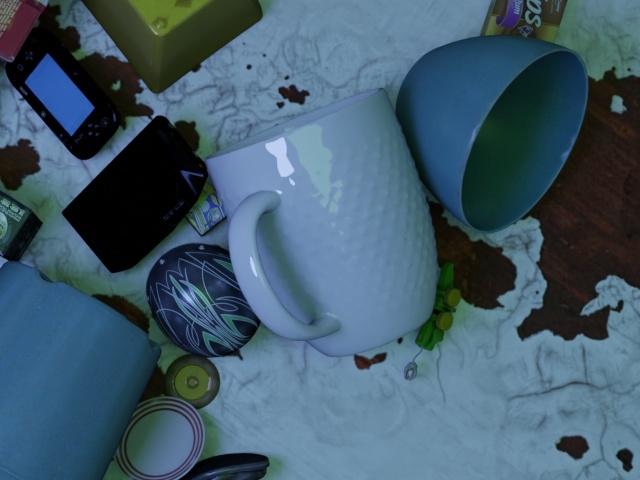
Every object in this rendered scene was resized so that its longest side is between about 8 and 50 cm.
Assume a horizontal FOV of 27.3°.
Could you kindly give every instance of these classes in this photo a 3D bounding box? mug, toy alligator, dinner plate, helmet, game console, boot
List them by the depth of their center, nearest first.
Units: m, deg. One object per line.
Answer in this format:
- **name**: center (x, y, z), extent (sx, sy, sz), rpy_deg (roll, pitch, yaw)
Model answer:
- **mug**: center (0.000, 0.000, 1.833), extent (0.276, 0.374, 0.328), rpy_deg (-17, 100, 34)
- **helmet**: center (-0.164, 0.086, 1.887), extent (0.170, 0.161, 0.169), rpy_deg (0, 88, 8)
- **dinner plate**: center (-0.235, 0.295, 1.925), extent (0.141, 0.017, 0.141), rpy_deg (-5, 59, 9)
- **game console**: center (-0.336, -0.145, 1.925), extent (0.213, 0.044, 0.361), rpy_deg (-43, 82, 17)
- **boot**: center (-0.166, 0.449, 1.925), extent (0.263, 0.091, 0.229), rpy_deg (-21, 94, -3)
- **toy alligator**: center (0.175, 0.127, 1.993), extent (0.051, 0.056, 0.189), rpy_deg (25, 82, -45)

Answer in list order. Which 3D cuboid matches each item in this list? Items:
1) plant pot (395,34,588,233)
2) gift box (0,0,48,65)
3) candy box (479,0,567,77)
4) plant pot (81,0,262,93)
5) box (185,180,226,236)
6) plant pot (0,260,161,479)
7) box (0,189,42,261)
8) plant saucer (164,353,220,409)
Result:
- **plant pot**: center (0.226, -0.181, 1.929), extent (0.195, 0.290, 0.290), rpy_deg (33, 82, 33)
- **gift box**: center (-0.496, -0.414, 1.845), extent (0.276, 0.258, 0.255), rpy_deg (36, 85, -18)
- **candy box**: center (0.313, -0.340, 2.036), extent (0.109, 0.053, 0.186), rpy_deg (19, 86, -5)
- **plant pot**: center (-0.221, -0.371, 1.911), extent (0.212, 0.187, 0.212), rpy_deg (-38, 90, -7)
- **box**: center (-0.207, -0.089, 1.961), extent (0.059, 0.054, 0.169), rpy_deg (-39, 90, -7)
- **plant pot**: center (-0.405, 0.230, 1.799), extent (0.341, 0.341, 0.334), rpy_deg (30, 75, -4)
- **box**: center (-0.481, -0.040, 1.864), extent (0.147, 0.180, 0.077), rpy_deg (32, 82, -4)
- **plant saucer**: center (-0.191, 0.211, 1.963), extent (0.084, 0.015, 0.083), rpy_deg (0, 86, -7)
